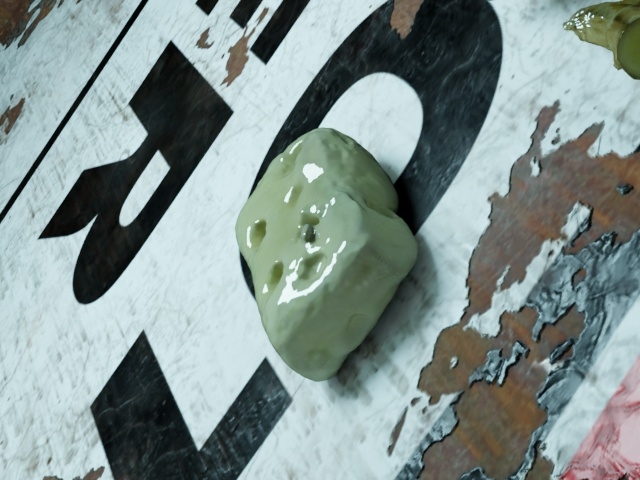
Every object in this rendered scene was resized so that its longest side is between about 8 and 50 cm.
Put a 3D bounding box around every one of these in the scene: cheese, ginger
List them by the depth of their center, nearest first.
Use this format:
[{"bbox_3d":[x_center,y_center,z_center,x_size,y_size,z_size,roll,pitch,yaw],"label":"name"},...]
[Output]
[{"bbox_3d":[0.240,-0.164,1.120,0.137,0.044,0.057,-123,49,-63],"label":"ginger"},{"bbox_3d":[-0.001,-0.001,1.311,0.159,0.093,0.263,-48,27,18],"label":"cheese"}]
